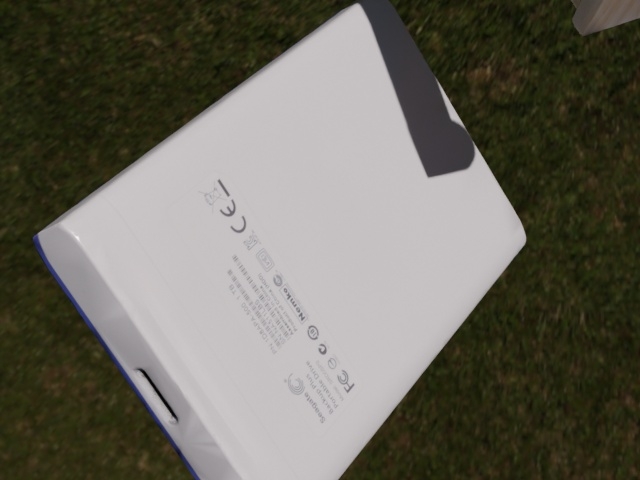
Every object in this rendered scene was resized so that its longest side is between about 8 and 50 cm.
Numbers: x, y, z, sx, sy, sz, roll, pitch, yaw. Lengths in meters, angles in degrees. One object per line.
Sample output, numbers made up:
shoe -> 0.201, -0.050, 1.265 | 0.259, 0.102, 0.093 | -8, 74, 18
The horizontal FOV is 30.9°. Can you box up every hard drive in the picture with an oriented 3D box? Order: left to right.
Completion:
hard drive -> 0.000, 0.000, 0.709 | 0.040, 0.318, 0.210 | -20, 107, 44

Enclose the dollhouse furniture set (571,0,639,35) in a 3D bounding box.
dollhouse furniture set -> 0.234, -0.283, 0.547 | 0.198, 0.303, 0.286 | 61, 159, 19
